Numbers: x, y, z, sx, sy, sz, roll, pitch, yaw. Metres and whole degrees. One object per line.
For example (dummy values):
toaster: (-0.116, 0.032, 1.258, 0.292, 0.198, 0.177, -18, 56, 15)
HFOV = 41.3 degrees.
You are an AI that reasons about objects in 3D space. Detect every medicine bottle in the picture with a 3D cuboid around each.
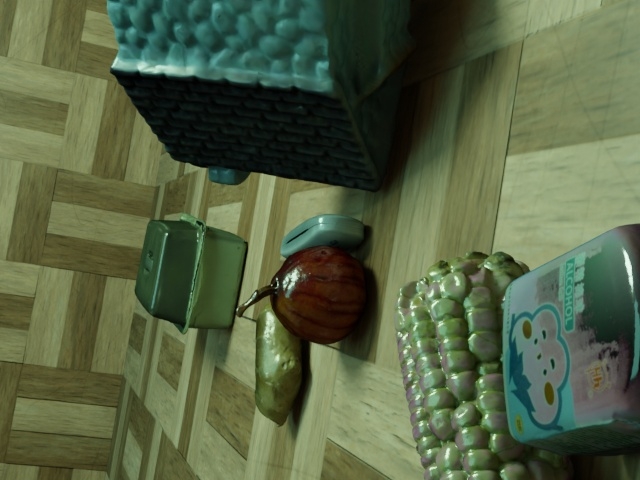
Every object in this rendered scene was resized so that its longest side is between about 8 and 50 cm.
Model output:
medicine bottle: (0.193, 0.057, 0.497, 0.188, 0.094, 0.119, 137, 141, -60)

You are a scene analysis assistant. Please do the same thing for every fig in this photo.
fig: (-0.015, 0.066, 1.044, 0.128, 0.150, 0.128, 2, -90, -76)

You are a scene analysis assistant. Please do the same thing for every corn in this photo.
corn: (0.129, 0.165, 0.609, 0.126, 0.126, 0.335, 128, 144, -53)

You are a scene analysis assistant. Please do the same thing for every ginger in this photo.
ginger: (-0.059, 0.167, 1.205, 0.095, 0.069, 0.190, 89, -179, -64)

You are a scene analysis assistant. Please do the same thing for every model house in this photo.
model house: (-0.037, -0.216, 1.040, 0.297, 0.360, 0.339, -47, -39, -52)

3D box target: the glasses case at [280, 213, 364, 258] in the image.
glasses case: (0.000, 0.000, 1.120, 0.178, 0.067, 0.045, 151, 127, -66)

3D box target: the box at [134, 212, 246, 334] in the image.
box: (-0.266, 0.061, 1.700, 0.290, 0.166, 0.221, -164, 85, -70)

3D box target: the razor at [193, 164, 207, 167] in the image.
razor: (-0.201, -0.260, 1.773, 0.327, 0.107, 0.189, 158, 121, -68)
